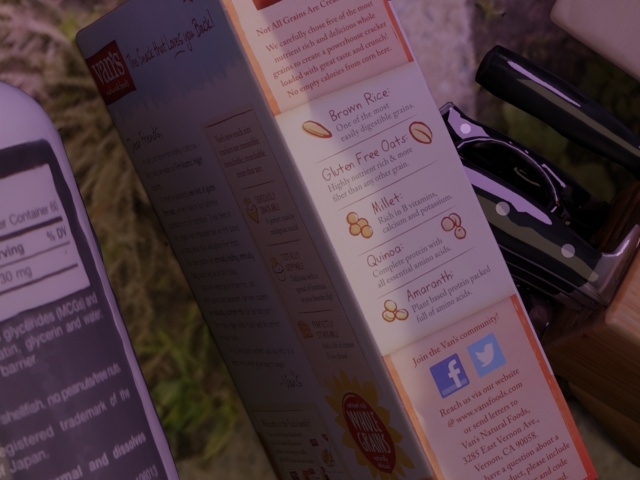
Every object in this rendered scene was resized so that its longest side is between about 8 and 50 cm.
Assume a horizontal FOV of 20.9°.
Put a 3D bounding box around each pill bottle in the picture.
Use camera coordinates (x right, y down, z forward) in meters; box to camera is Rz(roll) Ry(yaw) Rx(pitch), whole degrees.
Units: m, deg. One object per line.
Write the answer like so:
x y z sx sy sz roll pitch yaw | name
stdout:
-0.149 0.039 0.600 0.162 0.162 0.278 -21 94 -24 | pill bottle

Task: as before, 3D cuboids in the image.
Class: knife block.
0.158 0.024 0.701 0.088 0.276 0.242 -60 138 -15 | knife block

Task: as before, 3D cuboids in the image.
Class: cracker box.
0.000 0.000 0.671 0.067 0.156 0.232 -28 98 -23 | cracker box

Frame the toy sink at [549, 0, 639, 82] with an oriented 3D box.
0.239 -0.141 0.726 0.131 0.153 0.234 16 110 -48 | toy sink
